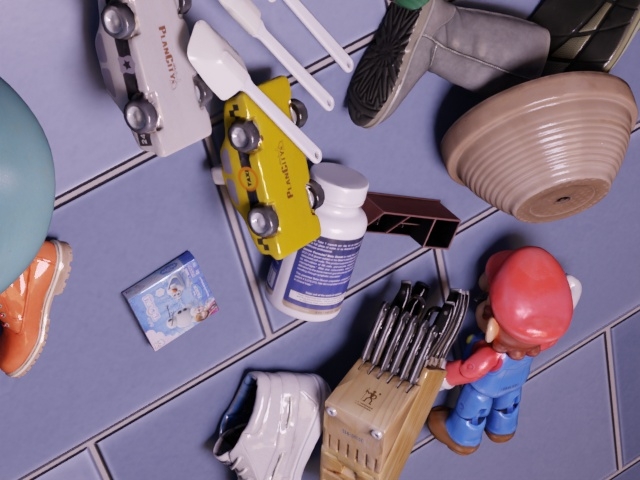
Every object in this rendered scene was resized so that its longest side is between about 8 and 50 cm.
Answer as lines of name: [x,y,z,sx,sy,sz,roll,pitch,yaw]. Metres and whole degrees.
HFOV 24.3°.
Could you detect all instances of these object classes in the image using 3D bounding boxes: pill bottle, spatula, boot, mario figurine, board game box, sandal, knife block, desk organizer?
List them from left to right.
boot: [-0.324,0.068,1.556,0.085,0.059,0.158,9,106,-37]
board game box: [-0.169,0.069,1.691,0.090,0.020,0.090,-33,134,-12]
boot: [-0.087,0.277,1.860,0.123,0.095,0.258,12,104,-34]
spatula: [-0.046,-0.193,1.551,0.242,0.019,0.168,44,55,-48]
pill bottle: [0.000,0.000,1.713,0.094,0.094,0.169,-2,121,-35]
knife block: [0.101,0.185,1.891,0.242,0.088,0.275,-47,153,-37]
desk organizer: [0.103,-0.023,1.804,0.130,0.050,0.047,5,117,-38]
boot: [0.150,-0.190,1.705,0.208,0.076,0.189,16,110,-43]
mario figurine: [0.232,0.126,1.985,0.198,0.170,0.320,-52,163,-50]
sandal: [0.353,-0.284,1.763,0.302,0.120,0.086,-52,149,5]

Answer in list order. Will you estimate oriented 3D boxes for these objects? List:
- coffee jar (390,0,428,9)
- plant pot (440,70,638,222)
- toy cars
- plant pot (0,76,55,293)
coffee jar: [0.041,-0.309,1.524,0.184,0.096,0.079,23,102,-43]
plant pot: [0.269,-0.093,1.757,0.237,0.109,0.237,-12,158,-5]
toy cars: [-0.123,-0.129,1.534,0.394,0.087,0.176,43,57,-44]
plant pot: [-0.375,-0.049,1.284,0.235,0.293,0.293,3,119,-55]
